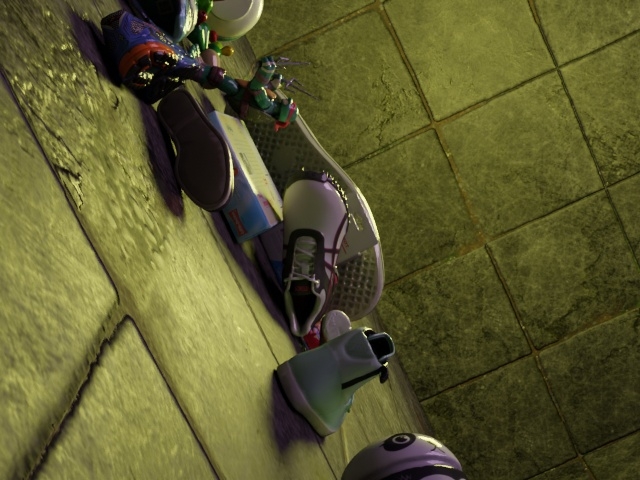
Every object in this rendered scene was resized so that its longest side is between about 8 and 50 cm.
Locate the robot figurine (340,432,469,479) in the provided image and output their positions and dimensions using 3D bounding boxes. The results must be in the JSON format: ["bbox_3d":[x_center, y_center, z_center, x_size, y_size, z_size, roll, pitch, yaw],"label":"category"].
[{"bbox_3d":[0.126,0.372,1.249,0.209,0.173,0.278,72,-2,-49],"label":"robot figurine"}]

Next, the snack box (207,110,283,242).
[{"bbox_3d":[-0.125,-0.101,1.590,0.187,0.060,0.322,64,4,-2],"label":"snack box"}]

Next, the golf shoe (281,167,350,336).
[{"bbox_3d":[-0.012,0.022,1.568,0.120,0.105,0.273,-77,169,-56],"label":"golf shoe"}]

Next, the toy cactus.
[{"bbox_3d":[-0.211,-0.372,1.899,0.219,0.112,0.180,87,-10,-75],"label":"toy cactus"}]

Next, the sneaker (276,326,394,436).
[{"bbox_3d":[0.043,0.193,1.395,0.094,0.151,0.256,65,3,20],"label":"sneaker"}]

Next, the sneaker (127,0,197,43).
[{"bbox_3d":[-0.255,-0.413,1.462,0.122,0.110,0.283,-99,164,-61],"label":"sneaker"}]

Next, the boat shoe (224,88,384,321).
[{"bbox_3d":[-0.021,-0.071,1.872,0.500,0.187,0.156,60,5,23],"label":"boat shoe"}]

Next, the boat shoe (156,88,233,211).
[{"bbox_3d":[-0.147,-0.107,1.277,0.206,0.075,0.065,63,5,37],"label":"boat shoe"}]

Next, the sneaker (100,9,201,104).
[{"bbox_3d":[-0.206,-0.229,1.231,0.087,0.083,0.221,58,1,3],"label":"sneaker"}]

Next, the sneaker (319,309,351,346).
[{"bbox_3d":[0.025,0.193,1.646,0.065,0.061,0.158,164,-73,-72],"label":"sneaker"}]

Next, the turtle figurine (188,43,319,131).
[{"bbox_3d":[-0.112,-0.258,1.694,0.175,0.234,0.118,159,-49,-81],"label":"turtle figurine"}]

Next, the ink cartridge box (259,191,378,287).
[{"bbox_3d":[0.000,0.000,1.726,0.061,0.181,0.104,34,32,-81],"label":"ink cartridge box"}]

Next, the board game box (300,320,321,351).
[{"bbox_3d":[-0.012,0.155,1.720,0.133,0.033,0.169,56,10,-66],"label":"board game box"}]

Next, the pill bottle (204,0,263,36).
[{"bbox_3d":[-0.196,-0.491,2.091,0.146,0.146,0.264,65,-5,-10],"label":"pill bottle"}]

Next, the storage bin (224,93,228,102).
[{"bbox_3d":[-0.136,-0.273,2.194,0.098,0.091,0.135,-95,161,-77],"label":"storage bin"}]
